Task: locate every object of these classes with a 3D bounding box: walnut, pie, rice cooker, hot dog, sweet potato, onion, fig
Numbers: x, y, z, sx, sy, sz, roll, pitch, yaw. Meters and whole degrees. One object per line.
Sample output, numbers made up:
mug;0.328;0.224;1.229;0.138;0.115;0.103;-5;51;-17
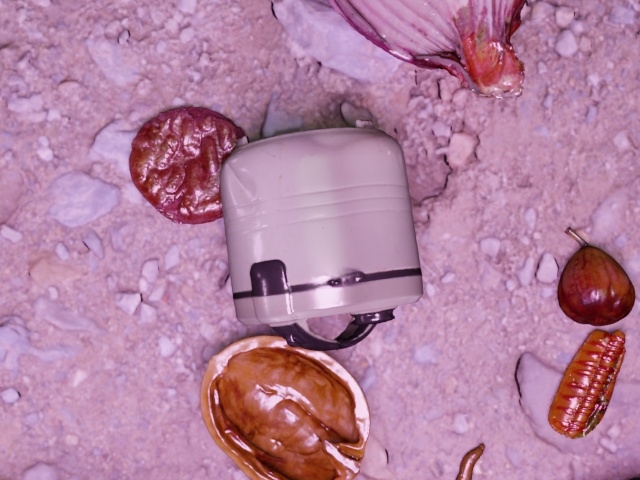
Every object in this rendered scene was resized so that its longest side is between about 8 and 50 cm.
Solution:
walnut;-0.036;0.196;0.982;0.211;0.087;0.167;39;94;4
pie;-0.157;-0.091;1.025;0.154;0.036;0.154;0;87;1
rice cooker;0.000;0.000;0.936;0.226;0.226;0.244;-11;85;-1
hot dog;0.324;0.171;1.011;0.062;0.038;0.144;28;86;1
sweet potato;0.168;0.296;1.010;0.026;0.026;0.115;20;81;1
onion;0.136;-0.303;0.979;0.267;0.159;0.348;-19;85;10
fig;0.326;0.038;1.008;0.089;0.089;0.125;1;64;-1

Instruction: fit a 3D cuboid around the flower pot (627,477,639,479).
flower pot;0.336;0.332;0.953;0.157;0.157;0.107;-18;76;-2
